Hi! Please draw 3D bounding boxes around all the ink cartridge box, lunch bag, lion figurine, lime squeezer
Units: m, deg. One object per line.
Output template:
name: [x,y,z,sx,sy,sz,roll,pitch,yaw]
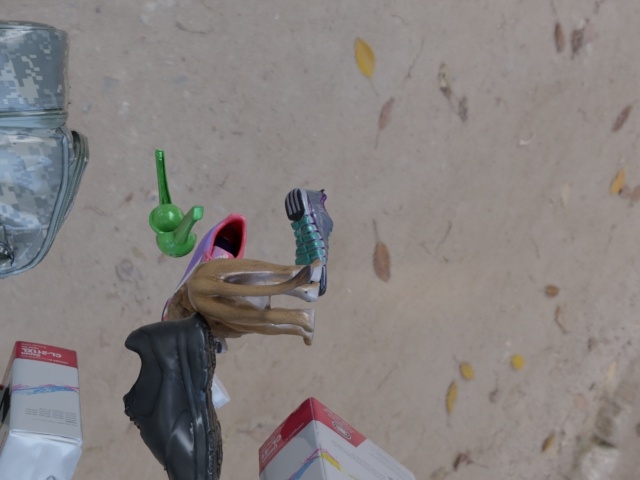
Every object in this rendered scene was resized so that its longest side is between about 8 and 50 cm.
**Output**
ink cartridge box: [0.039,0.380,1.018,0.226,0.306,0.131,42,102,-16]
lunch bag: [-0.373,-0.104,0.856,0.212,0.305,0.256,-5,103,-21]
lion figurine: [-0.123,0.081,1.123,0.240,0.392,0.142,8,70,0]
lime squeezer: [-0.216,-0.041,1.101,0.058,0.310,0.110,-14,114,-15]
ink cartridge box: [-0.306,0.206,0.814,0.072,0.175,0.128,17,105,-25]

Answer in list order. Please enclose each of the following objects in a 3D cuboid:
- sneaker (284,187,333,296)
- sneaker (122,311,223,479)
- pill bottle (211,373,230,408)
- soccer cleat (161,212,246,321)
sneaker: [0.000,0.000,1.567,0.098,0.083,0.224,-6,84,-40]
sneaker: [-0.202,0.245,1.056,0.130,0.109,0.287,-5,83,-2]
pill bottle: [-0.286,0.356,1.628,0.180,0.108,0.108,-34,122,-3]
soccer cleat: [-0.207,0.080,1.421,0.108,0.318,0.116,26,134,-10]
